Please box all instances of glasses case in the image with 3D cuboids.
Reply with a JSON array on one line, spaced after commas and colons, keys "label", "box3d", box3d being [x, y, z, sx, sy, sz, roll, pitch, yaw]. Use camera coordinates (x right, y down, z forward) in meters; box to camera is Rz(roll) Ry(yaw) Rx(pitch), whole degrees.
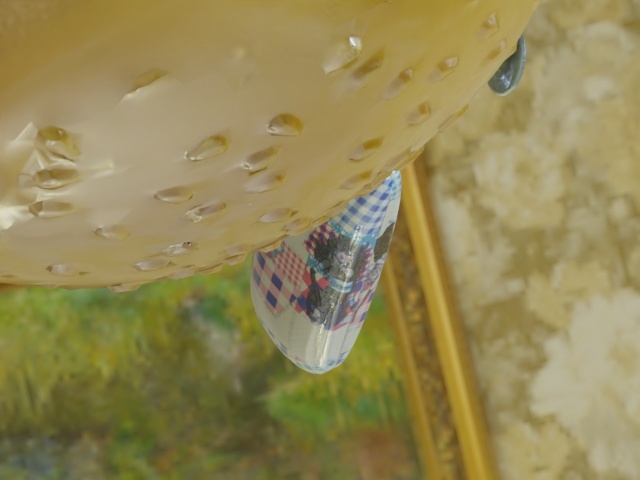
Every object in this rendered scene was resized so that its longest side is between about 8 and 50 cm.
[{"label": "glasses case", "box3d": [0.000, 0.000, 1.647, 0.076, 0.125, 0.327, -29, 151, -32]}]

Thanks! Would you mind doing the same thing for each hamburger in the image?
[{"label": "hamburger", "box3d": [-0.051, -0.100, 0.561, 0.274, 0.212, 0.274, -24, 164, -7]}]

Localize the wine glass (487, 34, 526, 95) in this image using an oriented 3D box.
[{"label": "wine glass", "box3d": [0.069, -0.294, 2.178, 0.310, 0.264, 0.096, 1, 140, -24]}]
